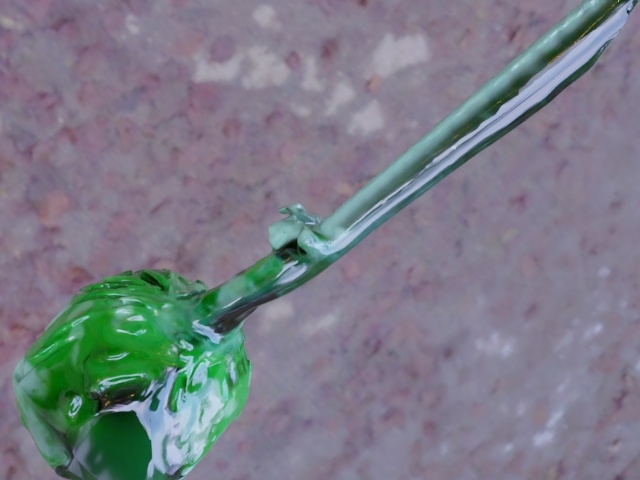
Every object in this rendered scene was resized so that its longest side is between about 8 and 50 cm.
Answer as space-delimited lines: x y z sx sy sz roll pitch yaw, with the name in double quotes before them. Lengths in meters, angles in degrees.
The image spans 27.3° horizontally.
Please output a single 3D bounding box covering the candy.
"candy" 0.000 -0.002 0.505 0.323 0.097 0.097 -38 139 28
